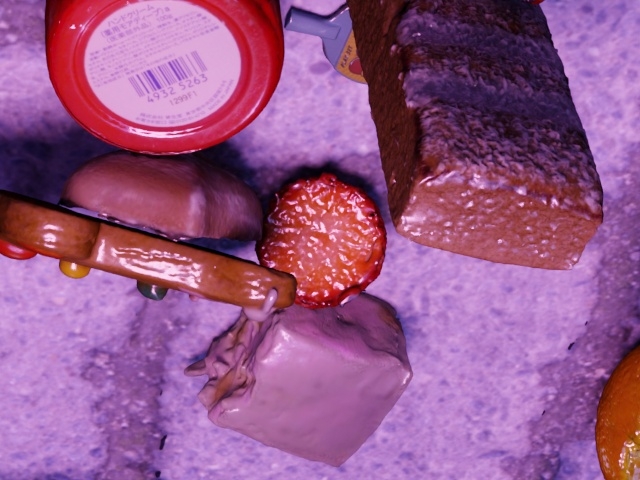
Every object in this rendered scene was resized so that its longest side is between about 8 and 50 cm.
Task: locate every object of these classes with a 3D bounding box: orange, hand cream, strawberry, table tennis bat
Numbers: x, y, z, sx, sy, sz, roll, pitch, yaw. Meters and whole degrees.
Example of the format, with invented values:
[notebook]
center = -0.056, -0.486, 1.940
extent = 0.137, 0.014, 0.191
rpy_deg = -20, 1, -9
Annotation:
[orange]
center = 0.408, 0.194, 2.095
extent = 0.179, 0.158, 0.237
rpy_deg = 0, 131, -24
[hand cream]
center = -0.145, -0.201, 1.707
extent = 0.230, 0.149, 0.230
rpy_deg = -4, 132, -4
[strawberry]
center = 0.000, 0.000, 1.916
extent = 0.145, 0.086, 0.145
rpy_deg = 0, 96, 5
[table tennis bat]
center = 0.039, -0.200, 1.814
extent = 0.155, 0.019, 0.100
rpy_deg = 13, 127, -20

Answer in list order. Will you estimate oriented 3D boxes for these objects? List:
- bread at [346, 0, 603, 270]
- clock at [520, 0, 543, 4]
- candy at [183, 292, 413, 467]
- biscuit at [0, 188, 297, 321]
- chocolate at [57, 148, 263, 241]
[bread]
center = 0.123, -0.145, 1.611
extent = 0.165, 0.416, 0.113
rpy_deg = 8, 129, -15
[clock]
center = 0.142, -0.313, 1.620
extent = 0.195, 0.194, 0.100
rpy_deg = 30, 142, -18
[candy]
center = -0.017, 0.141, 2.013
extent = 0.195, 0.137, 0.185
rpy_deg = 22, 123, -26
[biscuit]
center = -0.250, 0.001, 1.782
extent = 0.432, 0.283, 0.064
rpy_deg = 16, 90, -15
[chocolate]
center = -0.145, -0.052, 1.790
extent = 0.161, 0.261, 0.083
rpy_deg = 13, 94, 14
